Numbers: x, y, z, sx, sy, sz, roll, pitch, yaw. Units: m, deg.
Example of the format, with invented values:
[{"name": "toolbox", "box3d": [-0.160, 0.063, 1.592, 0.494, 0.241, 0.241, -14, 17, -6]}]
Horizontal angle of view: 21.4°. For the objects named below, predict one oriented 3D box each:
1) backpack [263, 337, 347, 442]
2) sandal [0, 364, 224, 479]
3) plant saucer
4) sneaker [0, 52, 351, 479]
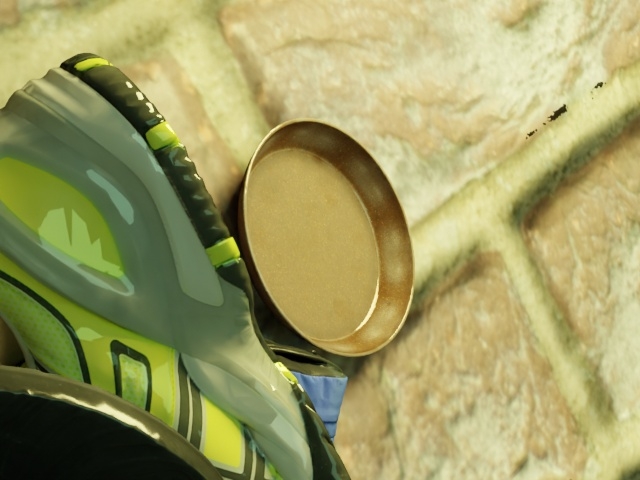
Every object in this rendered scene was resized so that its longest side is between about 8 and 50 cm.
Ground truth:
[{"name": "backpack", "box3d": [-0.051, 0.105, 1.011, 0.120, 0.098, 0.101, 3, 101, -48]}, {"name": "sandal", "box3d": [-0.242, 0.128, 0.680, 0.446, 0.167, 0.107, 11, 30, -25]}, {"name": "plant saucer", "box3d": [0.000, 0.000, 1.156, 0.168, 0.029, 0.168, 19, 62, -42]}, {"name": "sneaker", "box3d": [-0.081, 0.101, 0.851, 0.147, 0.145, 0.384, -31, 107, -11]}]
